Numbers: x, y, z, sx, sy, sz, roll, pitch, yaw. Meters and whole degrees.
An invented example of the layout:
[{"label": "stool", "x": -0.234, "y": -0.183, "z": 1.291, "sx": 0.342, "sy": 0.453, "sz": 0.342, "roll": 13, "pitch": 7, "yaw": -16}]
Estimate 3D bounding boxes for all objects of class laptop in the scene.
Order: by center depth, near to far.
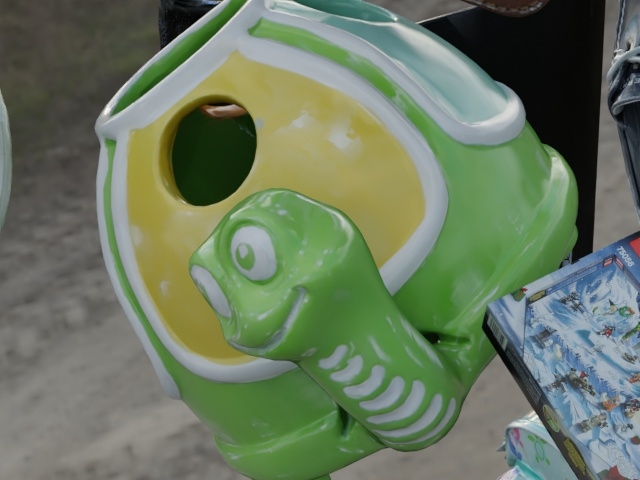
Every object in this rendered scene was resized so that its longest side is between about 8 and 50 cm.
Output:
[{"label": "laptop", "x": 0.043, "y": -0.064, "z": 1.205, "sx": 0.264, "sy": 0.234, "sz": 0.136, "roll": 9, "pitch": 30, "yaw": 19}]

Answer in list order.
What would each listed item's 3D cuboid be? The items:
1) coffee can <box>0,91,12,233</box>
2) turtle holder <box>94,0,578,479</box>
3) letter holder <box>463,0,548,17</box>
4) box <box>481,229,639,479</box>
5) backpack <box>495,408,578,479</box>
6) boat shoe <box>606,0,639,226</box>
[{"label": "coffee can", "x": -0.325, "y": -0.046, "z": 0.916, "sx": 0.201, "sy": 0.201, "sz": 0.275, "roll": 4, "pitch": -3, "yaw": 36}, {"label": "turtle holder", "x": -0.011, "y": 0.005, "z": 0.901, "sx": 0.243, "sy": 0.227, "sz": 0.320, "roll": -30, "pitch": 16, "yaw": 36}, {"label": "letter holder", "x": 0.137, "y": -0.248, "z": 0.758, "sx": 0.214, "sy": 0.302, "sz": 0.152, "roll": 22, "pitch": 44, "yaw": 7}, {"label": "box", "x": 0.143, "y": 0.067, "z": 0.762, "sx": 0.094, "sy": 0.027, "sz": 0.137, "roll": -25, "pitch": 66, "yaw": -14}, {"label": "backpack", "x": 0.249, "y": 0.238, "z": 1.553, "sx": 0.191, "sy": 0.253, "sz": 0.225, "roll": -32, "pitch": 61, "yaw": -19}, {"label": "boat shoe", "x": 0.290, "y": -0.128, "z": 1.511, "sx": 0.102, "sy": 0.301, "sz": 0.108, "roll": -1, "pitch": -9, "yaw": -39}]
